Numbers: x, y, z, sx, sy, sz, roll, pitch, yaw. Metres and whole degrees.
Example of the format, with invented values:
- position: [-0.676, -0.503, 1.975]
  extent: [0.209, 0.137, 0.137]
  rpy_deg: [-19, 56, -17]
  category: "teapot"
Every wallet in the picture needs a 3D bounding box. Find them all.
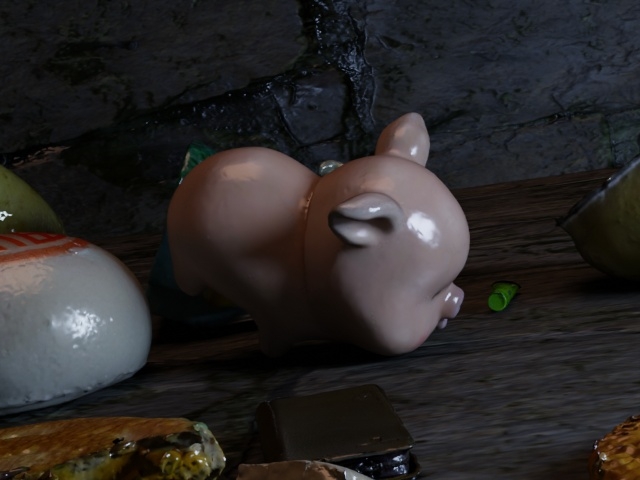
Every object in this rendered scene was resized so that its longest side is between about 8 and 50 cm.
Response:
- position: [0.009, 0.150, 0.965]
  extent: [0.110, 0.031, 0.198]
  rpy_deg: [-8, 7, -4]
  category: "wallet"

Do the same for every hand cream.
- position: [0.215, 0.062, 1.505]
  extent: [0.036, 0.023, 0.122]
  rpy_deg: [3, 9, 13]
  category: "hand cream"

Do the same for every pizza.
- position: [-0.205, 0.174, 0.799]
  extent: [0.290, 0.081, 0.229]
  rpy_deg: [-10, 4, 23]
  category: "pizza"

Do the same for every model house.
- position: [-0.085, 0.012, 1.671]
  extent: [0.249, 0.230, 0.280]
  rpy_deg: [16, 7, -6]
  category: "model house"

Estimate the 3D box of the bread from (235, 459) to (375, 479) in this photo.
- position: [0.013, 0.185, 0.689]
  extent: [0.077, 0.105, 0.152]
  rpy_deg: [-4, -24, 38]
  category: "bread"

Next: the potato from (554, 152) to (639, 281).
- position: [0.424, -0.033, 1.450]
  extent: [0.246, 0.196, 0.300]
  rpy_deg: [-32, -8, -40]
  category: "potato"

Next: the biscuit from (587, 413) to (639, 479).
- position: [0.288, 0.127, 0.778]
  extent: [0.254, 0.035, 0.254]
  rpy_deg: [-8, 6, 1]
  category: "biscuit"

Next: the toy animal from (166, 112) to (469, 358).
- position: [0.000, 0.000, 1.348]
  extent: [0.326, 0.269, 0.237]
  rpy_deg: [30, 35, 4]
  category: "toy animal"

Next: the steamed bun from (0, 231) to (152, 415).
- position: [-0.327, 0.080, 1.376]
  extent: [0.283, 0.177, 0.283]
  rpy_deg: [-8, 6, 1]
  category: "steamed bun"

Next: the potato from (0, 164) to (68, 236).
- position: [-0.414, 0.025, 1.569]
  extent: [0.210, 0.307, 0.173]
  rpy_deg: [-4, 44, 14]
  category: "potato"

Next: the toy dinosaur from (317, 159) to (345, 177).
- position: [0.045, 0.011, 1.536]
  extent: [0.162, 0.077, 0.294]
  rpy_deg: [11, 53, 15]
  category: "toy dinosaur"
